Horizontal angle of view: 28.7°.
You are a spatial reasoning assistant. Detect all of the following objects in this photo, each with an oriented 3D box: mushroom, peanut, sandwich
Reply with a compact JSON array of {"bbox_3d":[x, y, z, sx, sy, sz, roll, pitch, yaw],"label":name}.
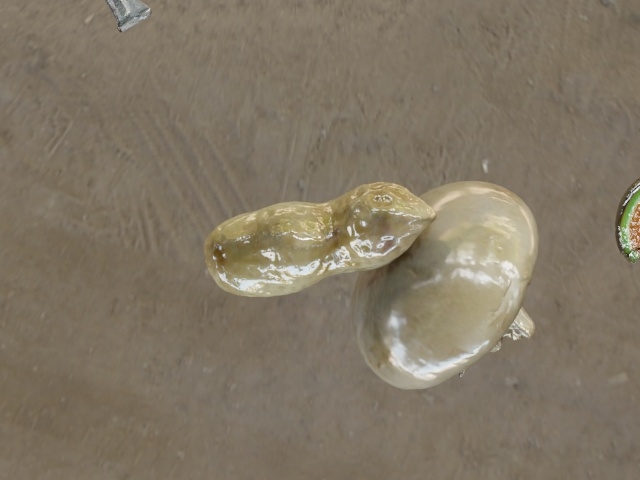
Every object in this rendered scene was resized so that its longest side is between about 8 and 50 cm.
[{"bbox_3d":[0.133,0.050,1.245,0.178,0.226,0.226,34,110,-5],"label":"mushroom"},{"bbox_3d":[0.000,-0.001,1.171,0.228,0.104,0.086,-14,84,17],"label":"peanut"},{"bbox_3d":[0.317,-0.024,1.204,0.069,0.026,0.101,17,81,-10],"label":"sandwich"}]

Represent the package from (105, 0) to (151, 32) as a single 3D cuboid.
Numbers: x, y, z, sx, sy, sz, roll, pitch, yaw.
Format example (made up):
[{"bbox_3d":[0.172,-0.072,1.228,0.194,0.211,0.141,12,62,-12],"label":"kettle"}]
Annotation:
[{"bbox_3d":[-0.187,-0.231,1.146,0.037,0.015,0.110,-35,153,-4],"label":"package"}]
